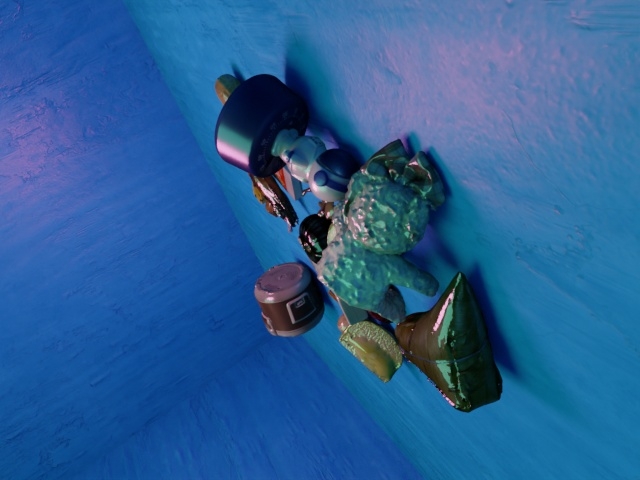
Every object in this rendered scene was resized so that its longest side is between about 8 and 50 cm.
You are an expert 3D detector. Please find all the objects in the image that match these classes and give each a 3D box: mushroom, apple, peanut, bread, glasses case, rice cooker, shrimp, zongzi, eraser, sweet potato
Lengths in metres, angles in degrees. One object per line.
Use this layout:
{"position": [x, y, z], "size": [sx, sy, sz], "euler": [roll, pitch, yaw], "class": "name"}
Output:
{"position": [0.138, 0.344, 1.905], "size": [0.148, 0.147, 0.112], "euler": [94, 156, -66], "class": "mushroom"}
{"position": [0.220, 0.396, 1.784], "size": [0.265, 0.120, 0.193], "euler": [42, 123, 2], "class": "apple"}
{"position": [-0.276, -0.475, 1.623], "size": [0.263, 0.101, 0.117], "euler": [51, -171, 14], "class": "peanut"}
{"position": [-0.286, -0.255, 2.184], "size": [0.088, 0.049, 0.226], "euler": [53, 164, 16], "class": "bread"}
{"position": [0.074, 0.155, 1.679], "size": [0.336, 0.076, 0.144], "euler": [-117, 2, -59], "class": "glasses case"}
{"position": [-0.156, 0.318, 2.396], "size": [0.335, 0.335, 0.326], "euler": [32, 147, 57], "class": "rice cooker"}
{"position": [-0.213, -0.217, 1.908], "size": [0.445, 0.085, 0.272], "euler": [54, -179, 21], "class": "shrimp"}
{"position": [0.282, 0.191, 1.141], "size": [0.323, 0.159, 0.361], "euler": [30, 140, 62], "class": "zongzi"}
{"position": [-0.152, -0.273, 1.754], "size": [0.230, 0.038, 0.157], "euler": [50, 163, 29], "class": "eraser"}
{"position": [-0.230, -0.150, 2.196], "size": [0.068, 0.068, 0.226], "euler": [52, 165, 18], "class": "sweet potato"}

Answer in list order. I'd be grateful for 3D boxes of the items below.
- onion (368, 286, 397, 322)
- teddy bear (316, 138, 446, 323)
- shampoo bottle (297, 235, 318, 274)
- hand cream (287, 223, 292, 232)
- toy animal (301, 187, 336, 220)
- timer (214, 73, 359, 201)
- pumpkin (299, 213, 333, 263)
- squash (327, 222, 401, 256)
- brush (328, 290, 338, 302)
{"position": [0.191, 0.193, 1.512], "size": [0.206, 0.098, 0.151], "euler": [59, 166, -6], "class": "onion"}
{"position": [0.167, -0.009, 1.091], "size": [0.327, 0.362, 0.375], "euler": [41, -169, 30], "class": "teddy bear"}
{"position": [0.002, 0.080, 1.896], "size": [0.263, 0.085, 0.085], "euler": [61, 164, -19], "class": "shampoo bottle"}
{"position": [-0.148, -0.070, 2.200], "size": [0.030, 0.019, 0.093], "euler": [49, 156, 33], "class": "hand cream"}
{"position": [0.008, -0.146, 1.412], "size": [0.186, 0.093, 0.215], "euler": [25, 137, 49], "class": "toy animal"}
{"position": [-0.059, -0.239, 1.232], "size": [0.383, 0.270, 0.270], "euler": [35, 159, 17], "class": "timer"}
{"position": [0.000, 0.000, 1.633], "size": [0.202, 0.140, 0.202], "euler": [50, 157, 31], "class": "pumpkin"}
{"position": [0.122, 0.003, 1.309], "size": [0.220, 0.133, 0.220], "euler": [47, 156, 28], "class": "squash"}
{"position": [0.108, 0.306, 2.159], "size": [0.272, 0.013, 0.103], "euler": [38, 156, 52], "class": "brush"}
